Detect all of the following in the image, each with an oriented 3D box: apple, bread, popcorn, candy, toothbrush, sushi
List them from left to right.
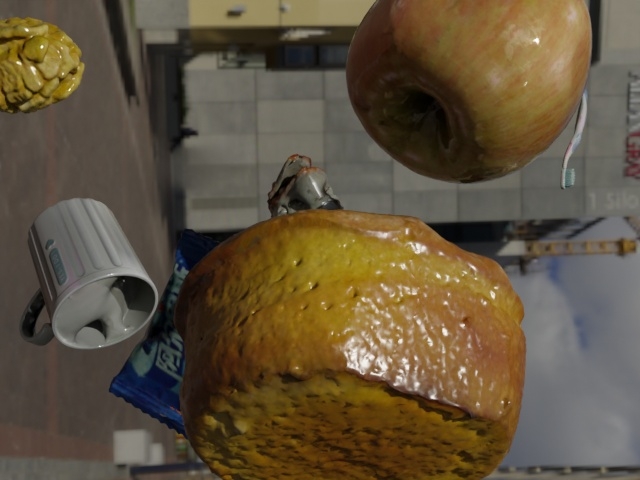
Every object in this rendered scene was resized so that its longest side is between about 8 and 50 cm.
[{"bbox_3d":[-0.459,-0.262,1.344,0.163,0.194,0.140,-40,136,-38],"label":"popcorn"},{"bbox_3d":[-0.231,0.156,1.586,0.331,0.187,0.077,-65,164,-3],"label":"candy"},{"bbox_3d":[0.000,0.000,1.486,0.130,0.124,0.332,49,-10,35],"label":"sushi"},{"bbox_3d":[0.019,0.110,0.771,0.312,0.312,0.172,98,-2,-50],"label":"bread"},{"bbox_3d":[0.253,-0.296,1.510,0.346,0.391,0.391,-52,169,-25],"label":"apple"},{"bbox_3d":[0.455,-0.187,1.626,0.021,0.027,0.269,67,34,-43],"label":"toothbrush"}]

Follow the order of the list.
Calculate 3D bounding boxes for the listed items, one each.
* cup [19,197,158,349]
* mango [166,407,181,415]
[{"bbox_3d":[-0.396,0.057,1.454,0.202,0.221,0.167,57,-18,37],"label":"cup"},{"bbox_3d":[-0.370,0.343,2.146,0.141,0.217,0.102,-40,143,-62],"label":"mango"}]
